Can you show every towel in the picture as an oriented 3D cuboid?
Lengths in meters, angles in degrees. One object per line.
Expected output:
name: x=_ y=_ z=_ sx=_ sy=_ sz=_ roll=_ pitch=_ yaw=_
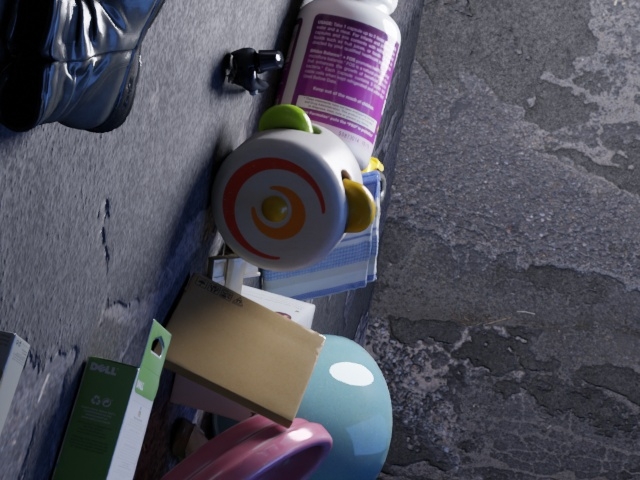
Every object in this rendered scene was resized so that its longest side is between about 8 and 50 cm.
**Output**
towel: x=0.000 y=0.000 z=2.325 sx=0.285 sy=0.209 sz=0.034 roll=91 pitch=-18 yaw=-49

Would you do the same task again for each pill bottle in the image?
pill bottle: x=0.029 y=-0.269 z=2.129 sx=0.169 sy=0.169 sz=0.302 roll=49 pitch=55 yaw=-79

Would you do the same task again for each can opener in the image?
can opener: x=-0.086 y=-0.221 z=1.850 sx=0.186 sy=0.073 sz=0.059 roll=111 pitch=-16 yaw=-89

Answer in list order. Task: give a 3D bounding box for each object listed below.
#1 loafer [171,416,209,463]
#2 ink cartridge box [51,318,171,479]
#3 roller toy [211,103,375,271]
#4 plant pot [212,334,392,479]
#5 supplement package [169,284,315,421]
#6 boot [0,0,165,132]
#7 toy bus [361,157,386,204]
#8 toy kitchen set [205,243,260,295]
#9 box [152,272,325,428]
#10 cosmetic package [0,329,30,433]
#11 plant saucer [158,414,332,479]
loafer: x=-0.183 y=0.301 z=2.014 sx=0.148 sy=0.050 sz=0.056 roll=84 pitch=21 yaw=-64
ink cartridge box: x=-0.230 y=0.189 z=1.525 sx=0.109 sy=0.062 sz=0.209 roll=68 pitch=36 yaw=-75
roller toy: x=-0.045 y=-0.058 z=1.887 sx=0.191 sy=0.209 sz=0.146 roll=-45 pitch=-177 yaw=23
plant pot: x=-0.058 y=0.287 z=2.203 sx=0.195 sy=0.290 sz=0.290 roll=12 pitch=91 yaw=-48
supplement package: x=-0.108 y=0.160 z=1.991 sx=0.244 sy=0.139 sz=0.134 roll=-37 pitch=141 yaw=-76
boot: x=-0.194 y=-0.206 z=1.146 sx=0.161 sy=0.083 sz=0.247 roll=-1 pitch=103 yaw=-75
toy bus: x=0.010 y=-0.083 z=2.444 sx=0.211 sy=0.149 sz=0.220 roll=51 pitch=48 yaw=-59
toy kitchen set: x=-0.140 y=0.046 z=1.978 sx=0.083 sy=0.075 sz=0.068 roll=-6 pitch=111 yaw=-38
box: x=-0.105 y=0.141 z=1.801 sx=0.021 sy=0.201 sz=0.164 roll=-60 pitch=-176 yaw=42
cosmetic package: x=-0.284 y=0.127 z=1.114 sx=0.041 sy=0.060 sz=0.115 roll=71 pitch=31 yaw=-71
plant saucer: x=-0.136 y=0.338 z=1.839 sx=0.332 sy=0.084 sz=0.332 roll=-35 pitch=163 yaw=-12
